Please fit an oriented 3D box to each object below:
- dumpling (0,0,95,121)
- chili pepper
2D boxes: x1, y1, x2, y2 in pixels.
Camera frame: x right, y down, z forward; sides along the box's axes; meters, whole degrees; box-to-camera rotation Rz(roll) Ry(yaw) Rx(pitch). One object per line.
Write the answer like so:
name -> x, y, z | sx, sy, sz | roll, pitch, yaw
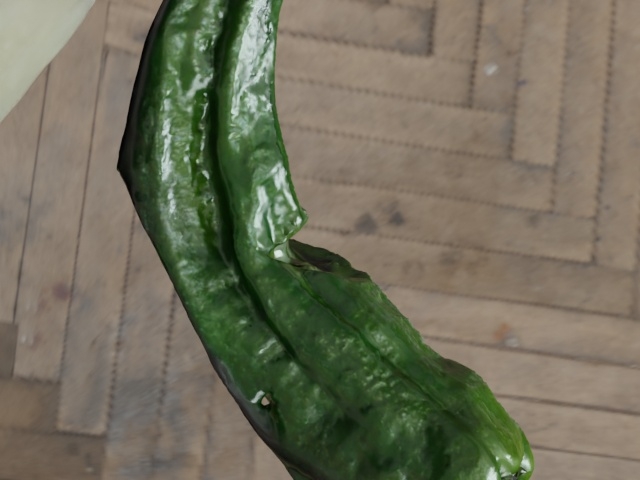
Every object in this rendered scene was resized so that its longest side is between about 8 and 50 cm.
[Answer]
dumpling -> -0.277, -0.074, 0.658 | 0.395, 0.315, 0.233 | -11, 77, -4
chili pepper -> -0.006, 0.000, 0.456 | 0.073, 0.050, 0.182 | -22, 93, 26
